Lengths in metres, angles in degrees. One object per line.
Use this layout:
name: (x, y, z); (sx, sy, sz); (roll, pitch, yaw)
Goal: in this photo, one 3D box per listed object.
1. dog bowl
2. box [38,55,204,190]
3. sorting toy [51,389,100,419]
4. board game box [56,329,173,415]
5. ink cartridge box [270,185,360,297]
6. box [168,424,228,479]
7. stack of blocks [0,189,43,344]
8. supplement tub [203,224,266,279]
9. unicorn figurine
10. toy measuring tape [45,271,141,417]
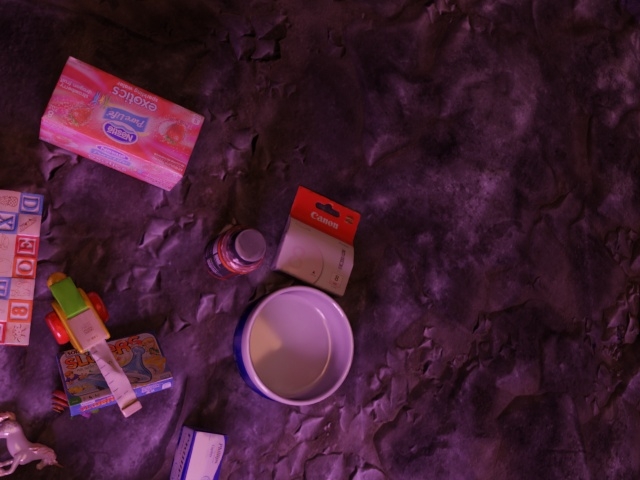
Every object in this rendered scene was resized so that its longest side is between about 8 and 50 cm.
dog bowl: (-0.063, 0.239, 1.515); (0.264, 0.104, 0.265); (5, 78, -25)
box: (-0.424, -0.240, 1.414); (0.300, 0.142, 0.154); (23, 72, -20)
sorting toy: (-0.493, 0.335, 1.320); (0.102, 0.061, 0.042); (22, 71, 4)
board game box: (-0.417, 0.264, 1.342); (0.201, 0.035, 0.136); (-12, 47, -27)
ink cartridge box: (0.000, 0.000, 1.618); (0.189, 0.066, 0.232); (25, 75, -19)
box: (-0.255, 0.453, 1.365); (0.072, 0.137, 0.126); (18, 73, -20)
stack of blocks: (-0.645, 0.053, 1.286); (0.171, 0.087, 0.297); (7, 78, -24)
supplement tub: (-0.183, 0.026, 1.446); (0.106, 0.198, 0.106); (5, 79, -25)
unicorn figurine: (-0.581, 0.400, 1.266); (0.111, 0.060, 0.162); (-28, 93, -26)
toy measuring tape: (-0.452, 0.206, 1.316); (0.121, 0.121, 0.330); (-29, 78, -27)
